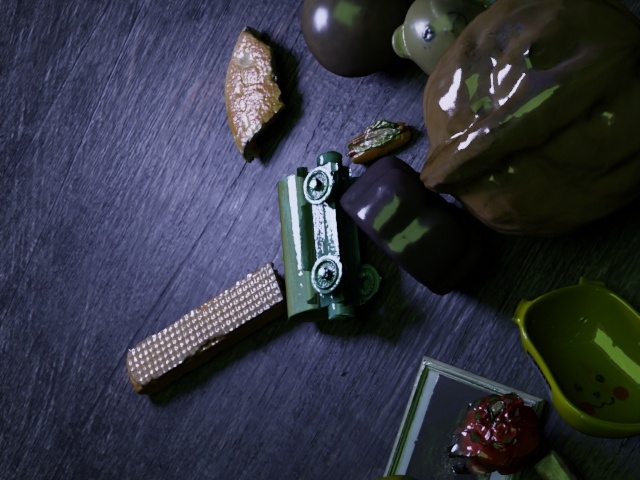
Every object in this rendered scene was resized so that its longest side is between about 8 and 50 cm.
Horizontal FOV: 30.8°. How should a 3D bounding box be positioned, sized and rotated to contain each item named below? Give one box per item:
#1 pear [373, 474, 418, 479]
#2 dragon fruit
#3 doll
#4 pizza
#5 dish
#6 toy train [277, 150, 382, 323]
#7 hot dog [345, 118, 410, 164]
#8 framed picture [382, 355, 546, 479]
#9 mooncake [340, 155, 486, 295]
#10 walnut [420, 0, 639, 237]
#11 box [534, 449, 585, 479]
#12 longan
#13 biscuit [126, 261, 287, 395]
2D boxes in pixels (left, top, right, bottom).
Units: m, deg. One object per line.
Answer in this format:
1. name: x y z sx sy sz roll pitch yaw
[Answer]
1. pear: 0.059 0.471 1.756 0.164 0.238 0.255 40 112 40
2. dragon fruit: 0.262 0.290 1.736 0.142 0.130 0.121 148 117 -69
3. doll: 0.248 -0.380 1.906 0.177 0.161 0.261 34 97 5
4. pizza: -0.126 -0.282 2.192 0.134 0.056 0.271 -22 66 30
5. dish: 0.394 0.190 1.680 0.262 0.221 0.108 55 148 33
6. toy train: -0.007 -0.001 2.002 0.189 0.126 0.307 -15 71 30
7. hot dog: 0.099 -0.176 2.027 0.133 0.041 0.056 -24 67 27
8. framed picture: 0.210 0.353 1.839 0.231 0.018 0.293 17 88 35
9. mooncake: 0.147 -0.023 1.837 0.133 0.245 0.245 -47 58 11
10. walnut: 0.334 -0.181 1.704 0.383 0.383 0.384 -9 74 31
11. box: 0.364 0.360 1.709 0.045 0.062 0.098 -42 57 13
12. longan: 0.059 -0.384 2.020 0.198 0.198 0.212 -48 57 14
13. biscuit: -0.211 0.166 2.137 0.378 0.054 0.094 -33 61 23
